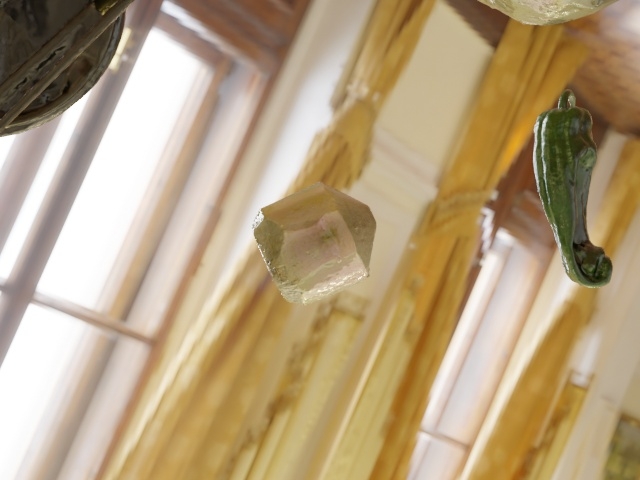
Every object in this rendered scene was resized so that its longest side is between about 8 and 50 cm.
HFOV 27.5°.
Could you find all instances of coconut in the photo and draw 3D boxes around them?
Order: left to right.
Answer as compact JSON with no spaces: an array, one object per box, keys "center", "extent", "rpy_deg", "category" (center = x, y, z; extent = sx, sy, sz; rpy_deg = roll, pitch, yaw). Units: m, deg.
[{"center":[0.000,0.000,1.700],"extent":[0.147,0.152,0.147],"rpy_deg":[-23,-90,-89],"category":"coconut"}]

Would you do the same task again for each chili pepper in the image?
[{"center":[0.318,-0.067,1.656],"extent":[0.100,0.257,0.074],"rpy_deg":[-4,178,-34],"category":"chili pepper"}]

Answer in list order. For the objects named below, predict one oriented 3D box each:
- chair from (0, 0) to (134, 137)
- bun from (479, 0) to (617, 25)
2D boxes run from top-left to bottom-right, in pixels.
[{"center":[-0.354,-0.265,1.291],"extent":[0.362,0.364,0.410],"rpy_deg":[44,175,-4],"category":"chair"},{"center":[0.226,-0.297,1.106],"extent":[0.168,0.273,0.273],"rpy_deg":[36,175,-6],"category":"bun"}]
